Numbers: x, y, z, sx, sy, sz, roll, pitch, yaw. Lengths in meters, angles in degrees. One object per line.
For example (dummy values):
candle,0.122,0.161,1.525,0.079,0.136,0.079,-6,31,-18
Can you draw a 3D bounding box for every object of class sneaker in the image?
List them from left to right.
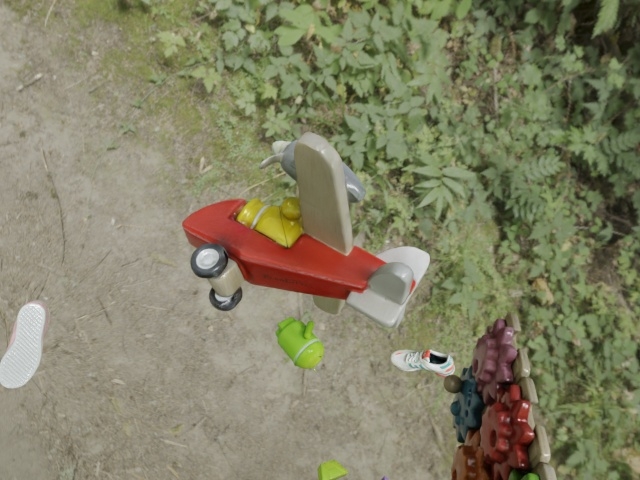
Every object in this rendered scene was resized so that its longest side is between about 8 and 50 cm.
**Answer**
sneaker,-0.458,0.157,0.716,0.050,0.070,0.135,15,90,-25
sneaker,0.248,0.288,1.123,0.075,0.161,0.057,70,34,-46

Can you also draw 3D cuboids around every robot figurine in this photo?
robot figurine,-0.040,0.207,0.910,0.067,0.101,0.115,-18,49,-41

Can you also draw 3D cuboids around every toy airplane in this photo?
toy airplane,0.000,0.000,0.795,0.384,0.386,0.273,34,52,-28

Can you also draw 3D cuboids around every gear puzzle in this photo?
gear puzzle,0.145,0.233,0.396,0.044,0.176,0.339,12,39,2

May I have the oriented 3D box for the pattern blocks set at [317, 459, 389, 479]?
pattern blocks set,0.087,0.596,0.965,0.324,0.026,0.285,4,35,-51
